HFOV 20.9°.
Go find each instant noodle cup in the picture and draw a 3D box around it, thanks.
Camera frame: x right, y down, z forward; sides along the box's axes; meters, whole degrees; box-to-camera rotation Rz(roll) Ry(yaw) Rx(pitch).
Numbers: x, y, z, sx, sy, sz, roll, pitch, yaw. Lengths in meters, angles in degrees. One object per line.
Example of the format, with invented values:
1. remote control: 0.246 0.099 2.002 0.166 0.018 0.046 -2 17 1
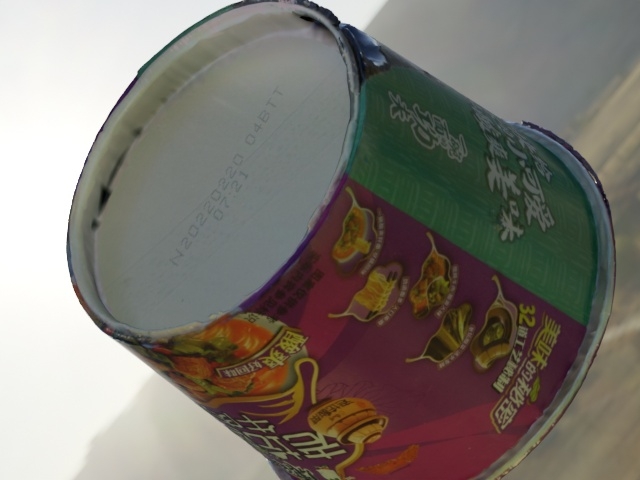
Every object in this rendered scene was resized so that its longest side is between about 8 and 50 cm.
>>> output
1. instant noodle cup: 0.000 0.000 0.905 0.251 0.190 0.251 -23 51 31
